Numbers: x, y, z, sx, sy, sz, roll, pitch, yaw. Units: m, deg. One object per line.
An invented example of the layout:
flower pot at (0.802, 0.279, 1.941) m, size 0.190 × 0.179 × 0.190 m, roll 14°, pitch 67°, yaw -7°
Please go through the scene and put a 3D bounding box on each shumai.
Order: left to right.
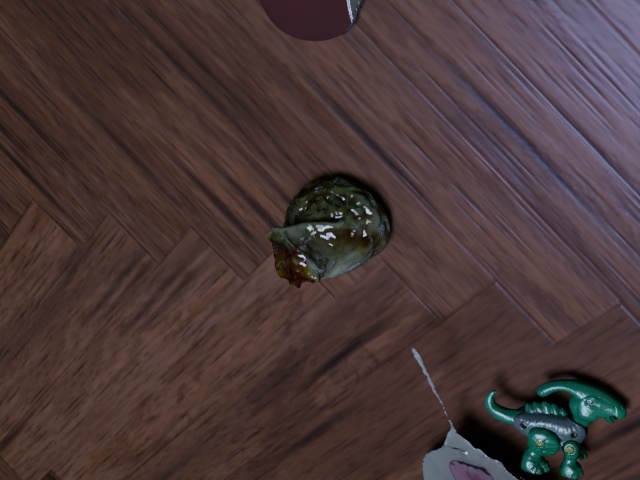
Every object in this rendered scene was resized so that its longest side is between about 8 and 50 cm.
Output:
shumai at (-0.001, -0.001, 0.986) m, size 0.099 × 0.087 × 0.124 m, roll 50°, pitch 130°, yaw -2°

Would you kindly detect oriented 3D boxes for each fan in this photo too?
fan at (0.151, 0.225, 1.036) m, size 0.182 × 0.010 × 0.310 m, roll 1°, pitch 129°, yaw 46°

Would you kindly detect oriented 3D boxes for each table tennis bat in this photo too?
table tennis bat at (0.010, -0.223, 0.890) m, size 0.158 × 0.014 × 0.095 m, roll 4°, pitch 118°, yaw 33°

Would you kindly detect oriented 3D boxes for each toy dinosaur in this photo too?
toy dinosaur at (0.224, 0.172, 0.979) m, size 0.132 × 0.059 × 0.096 m, roll 10°, pitch 115°, yaw 17°
